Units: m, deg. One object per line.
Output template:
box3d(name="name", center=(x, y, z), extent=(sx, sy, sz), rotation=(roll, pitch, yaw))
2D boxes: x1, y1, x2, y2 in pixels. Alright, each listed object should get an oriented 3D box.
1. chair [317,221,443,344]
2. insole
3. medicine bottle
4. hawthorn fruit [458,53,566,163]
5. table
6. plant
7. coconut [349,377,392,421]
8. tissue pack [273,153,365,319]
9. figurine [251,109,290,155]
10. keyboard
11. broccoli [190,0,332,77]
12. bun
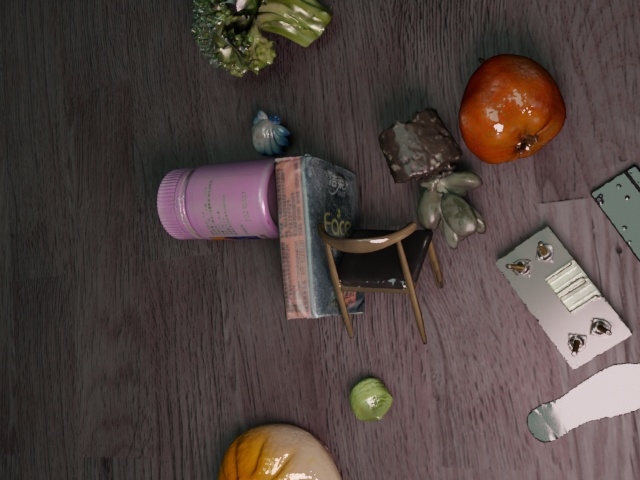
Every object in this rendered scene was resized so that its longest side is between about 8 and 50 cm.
box3d(name="chair", center=(0.118, 0.044, 1.190), extent=(0.188, 0.272, 0.166), rotation=(1, 44, 26))
box3d(name="insole", center=(0.494, 0.294, 1.147), extent=(0.253, 0.005, 0.086), rotation=(-32, 73, 21))
box3d(name="medicine bottle", center=(-0.205, -0.088, 1.423), extent=(0.291, 0.178, 0.178), rotation=(-2, 86, 27))
box3d(name="hawthorn fruit", center=(0.339, -0.259, 1.165), extent=(0.196, 0.196, 0.225), rotation=(-27, 60, 23))
box3d(name="table", center=(0.430, 0.102, 1.131), extent=(0.121, 0.111, 0.240), rotation=(-39, 71, 18))
box3d(name="plant", center=(0.227, -0.119, 1.229), extent=(0.149, 0.146, 0.274), rotation=(-29, 83, 13))
box3d(name="coconut", center=(0.104, 0.332, 1.297), extent=(0.088, 0.088, 0.096), rotation=(-46, 40, 17))
box3d(name="tissue pack", center=(0.000, 0.000, 1.287), extent=(0.103, 0.228, 0.315), rotation=(-7, 83, 27))
box3d(name="figurine", center=(-0.120, -0.237, 1.455), extent=(0.114, 0.079, 0.114), rotation=(22, 134, 25))
box3d(name="keyboard", center=(0.606, 0.014, 1.099), extent=(0.101, 0.018, 0.309), rotation=(-37, 72, 22))
box3d(name="broccoli", center=(-0.146, -0.541, 1.370), extent=(0.317, 0.338, 0.277), rotation=(55, 141, -4))
box3d(name="bun", center=(-0.103, 0.550, 1.344), extent=(0.299, 0.165, 0.299), rotation=(-1, 88, 28))
